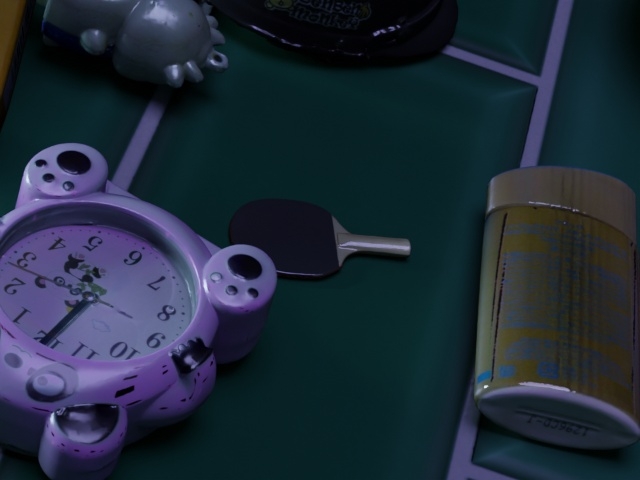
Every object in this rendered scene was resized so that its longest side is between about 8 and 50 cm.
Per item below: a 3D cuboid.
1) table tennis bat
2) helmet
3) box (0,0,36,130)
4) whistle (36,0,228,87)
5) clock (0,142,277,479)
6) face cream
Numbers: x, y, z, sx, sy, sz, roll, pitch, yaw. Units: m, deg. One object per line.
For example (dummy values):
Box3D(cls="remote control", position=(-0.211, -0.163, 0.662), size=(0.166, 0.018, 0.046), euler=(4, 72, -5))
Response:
Box3D(cls="table tennis bat", position=(0.000, 0.000, 1.568), size=(0.156, 0.013, 0.087), euler=(6, 45, -13))
Box3D(cls="helmet", position=(0.015, -0.295, 1.761), size=(0.279, 0.160, 0.230), euler=(11, 43, -7))
Box3D(cls="box", position=(-0.341, -0.324, 1.544), size=(0.264, 0.116, 0.415), euler=(14, 80, -4))
Box3D(cls="whistle", position=(-0.193, -0.203, 1.643), size=(0.244, 0.092, 0.110), euler=(24, 48, 0))
Box3D(cls="clock", position=(-0.178, 0.057, 1.398), size=(0.227, 0.090, 0.248), euler=(31, 46, 12))
Box3D(cls="face cream", position=(0.201, 0.043, 1.556), size=(0.139, 0.067, 0.285), euler=(15, 45, -6))
